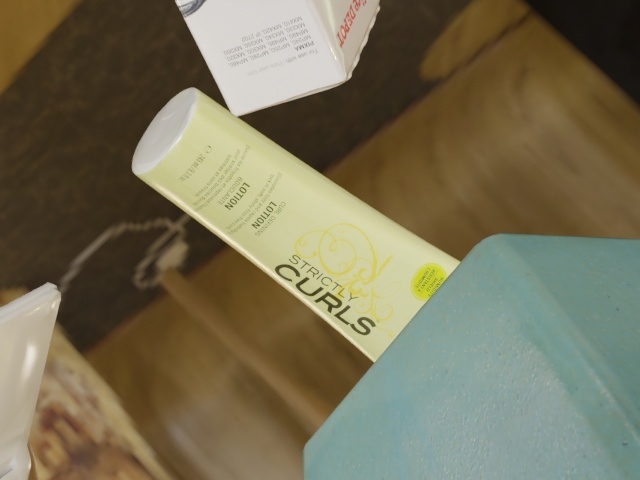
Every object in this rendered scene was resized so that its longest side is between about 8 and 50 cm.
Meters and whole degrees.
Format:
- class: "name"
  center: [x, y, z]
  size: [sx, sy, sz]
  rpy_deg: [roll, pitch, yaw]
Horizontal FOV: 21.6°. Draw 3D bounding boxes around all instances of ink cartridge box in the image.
- class: "ink cartridge box"
  center: [-0.055, -0.236, 1.245]
  size: [0.100, 0.237, 0.172]
  rpy_deg: [-17, -156, 21]

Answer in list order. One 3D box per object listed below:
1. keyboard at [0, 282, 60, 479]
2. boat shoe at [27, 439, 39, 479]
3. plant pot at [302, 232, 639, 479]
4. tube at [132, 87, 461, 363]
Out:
- class: "keyboard"
  center: [-0.132, 0.076, 0.402]
  size: [0.256, 0.014, 0.072]
  rpy_deg: [-36, 139, -65]
- class: "boat shoe"
  center: [-0.225, 0.051, 0.554]
  size: [0.302, 0.098, 0.109]
  rpy_deg: [29, 71, -43]
- class: "plant pot"
  center: [0.105, 0.119, 0.450]
  size: [0.166, 0.234, 0.165]
  rpy_deg: [3, 138, -40]
- class: "tube"
  center: [0.000, 0.000, 0.996]
  size: [0.070, 0.240, 0.062]
  rpy_deg: [-24, -143, 47]
